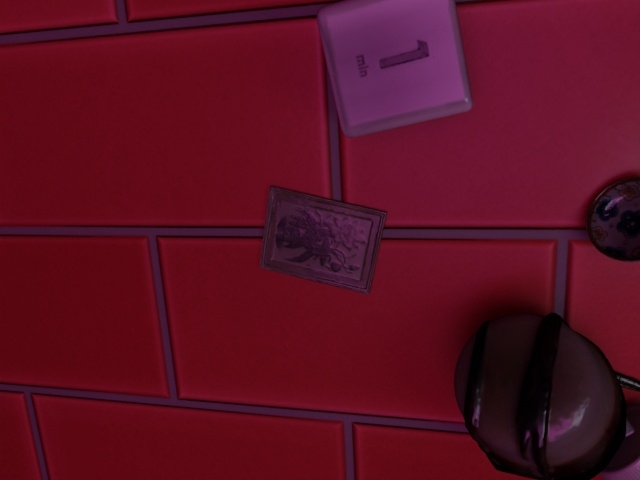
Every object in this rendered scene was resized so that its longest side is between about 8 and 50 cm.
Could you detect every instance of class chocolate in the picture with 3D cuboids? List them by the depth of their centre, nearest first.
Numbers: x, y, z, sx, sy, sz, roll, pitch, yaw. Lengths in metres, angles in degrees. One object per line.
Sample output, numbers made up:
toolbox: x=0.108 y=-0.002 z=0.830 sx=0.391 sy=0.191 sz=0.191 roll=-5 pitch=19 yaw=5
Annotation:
chocolate: x=0.336 y=0.251 z=0.919 sx=0.283 sy=0.186 sz=0.284 roll=-12 pitch=66 yaw=30

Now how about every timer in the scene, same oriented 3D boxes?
timer: x=0.124 y=-0.280 z=0.877 sx=0.195 sy=0.192 sz=0.194 roll=-11 pitch=102 yaw=17

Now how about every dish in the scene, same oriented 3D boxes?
dish: x=0.517 y=-0.025 z=0.916 sx=0.141 sy=0.078 sz=0.141 roll=-17 pitch=64 yaw=40

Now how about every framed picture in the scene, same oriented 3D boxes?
framed picture: x=0.000 y=0.000 z=1.085 sx=0.231 sy=0.010 sz=0.173 roll=12 pitch=108 yaw=11

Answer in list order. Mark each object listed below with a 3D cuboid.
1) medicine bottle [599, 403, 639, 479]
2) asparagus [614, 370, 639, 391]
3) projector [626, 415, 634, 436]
medicine bottle: x=0.618 y=0.425 z=0.964 sx=0.273 sy=0.165 sz=0.165 roll=39 pitch=111 yaw=1
asparagus: x=0.628 y=0.280 z=0.997 sx=0.232 sy=0.022 sz=0.023 roll=19 pitch=65 yaw=11
projector: x=0.460 y=0.319 z=1.001 sx=0.147 sy=0.115 sz=0.061 roll=-35 pitch=92 yaw=20
